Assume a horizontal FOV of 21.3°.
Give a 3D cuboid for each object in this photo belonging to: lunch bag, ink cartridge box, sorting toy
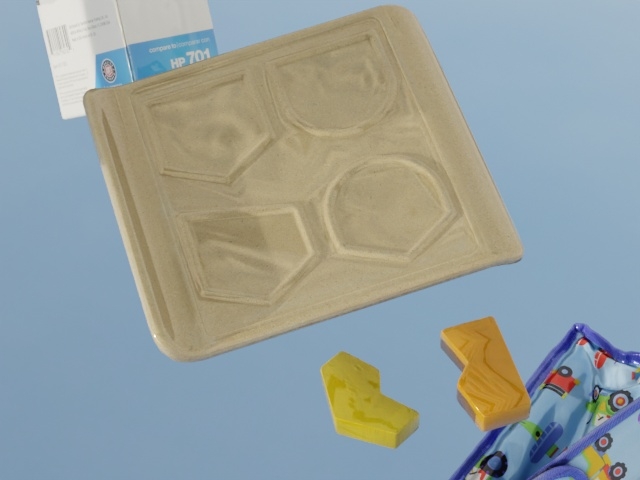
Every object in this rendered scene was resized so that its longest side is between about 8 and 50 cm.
[{"bbox_3d":[0.198,0.253,1.438,0.293,0.221,0.138,-39,-146,-25],"label":"lunch bag"},{"bbox_3d":[-0.155,-0.194,1.276,0.082,0.190,0.140,-14,-174,-32],"label":"ink cartridge box"},{"bbox_3d":[0.000,0.000,1.026,0.229,0.041,0.307,-15,-123,-8],"label":"sorting toy"}]
